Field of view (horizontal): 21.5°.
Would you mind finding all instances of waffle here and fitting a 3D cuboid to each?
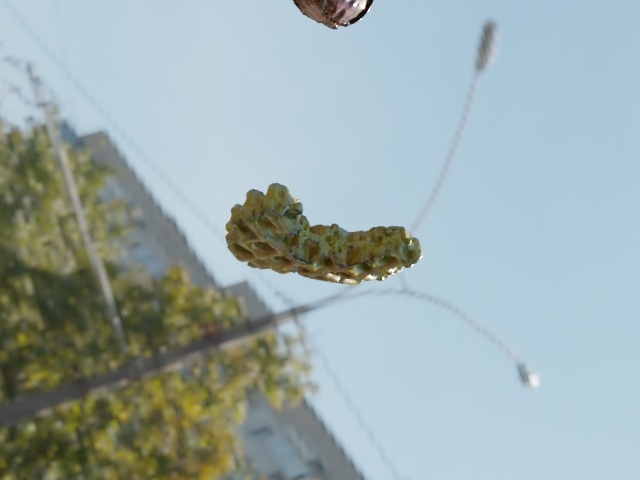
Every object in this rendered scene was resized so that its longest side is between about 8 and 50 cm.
[{"bbox_3d":[-0.001,0.003,1.665,0.149,0.194,0.051,137,-36,-64],"label":"waffle"}]

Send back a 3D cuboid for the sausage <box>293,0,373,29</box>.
[{"bbox_3d":[0.050,-0.390,1.885,0.330,0.102,0.102,-68,-171,-16],"label":"sausage"}]
